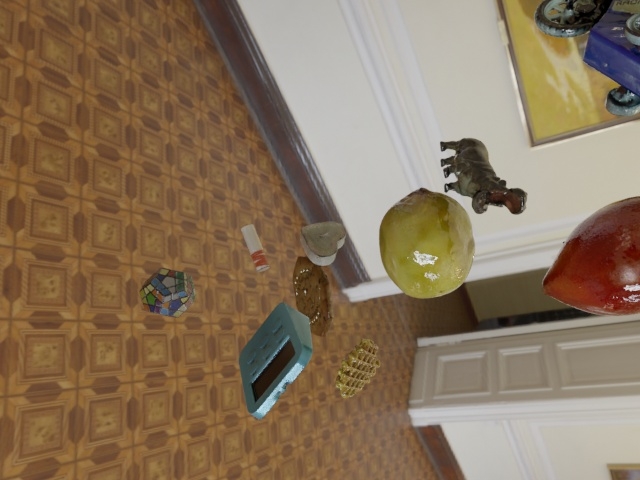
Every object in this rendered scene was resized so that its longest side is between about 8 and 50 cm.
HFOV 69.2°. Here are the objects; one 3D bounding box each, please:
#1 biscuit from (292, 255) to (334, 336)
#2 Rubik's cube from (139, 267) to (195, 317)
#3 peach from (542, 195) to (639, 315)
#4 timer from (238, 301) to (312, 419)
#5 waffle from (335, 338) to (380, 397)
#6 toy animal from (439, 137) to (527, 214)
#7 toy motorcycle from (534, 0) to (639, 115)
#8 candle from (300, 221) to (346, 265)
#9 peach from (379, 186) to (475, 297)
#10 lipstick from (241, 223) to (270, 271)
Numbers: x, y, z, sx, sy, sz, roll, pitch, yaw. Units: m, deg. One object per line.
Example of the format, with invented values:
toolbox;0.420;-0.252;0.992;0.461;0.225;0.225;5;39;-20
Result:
biscuit;-0.039;0.231;1.956;0.046;0.359;0.359;-7;83;-26
Rubik's cube;-0.309;0.107;0.944;0.093;0.111;0.111;45;37;-20
peach;0.705;0.044;1.092;0.258;0.361;0.201;66;17;13
timer;-0.123;0.309;1.218;0.091;0.232;0.250;36;9;-17
waffle;0.152;0.478;1.768;0.249;0.056;0.253;-14;124;-45
toy animal;0.442;-0.176;1.330;0.343;0.168;0.106;-103;179;-48
toy motorcycle;0.405;-0.236;0.536;0.315;0.168;0.113;60;-3;37
candle;0.000;0.000;1.736;0.068;0.168;0.192;97;21;-46
peach;0.325;0.011;1.456;0.314;0.281;0.316;-58;133;-31
lipstick;-0.181;0.021;1.293;0.038;0.038;0.131;0;65;-63
